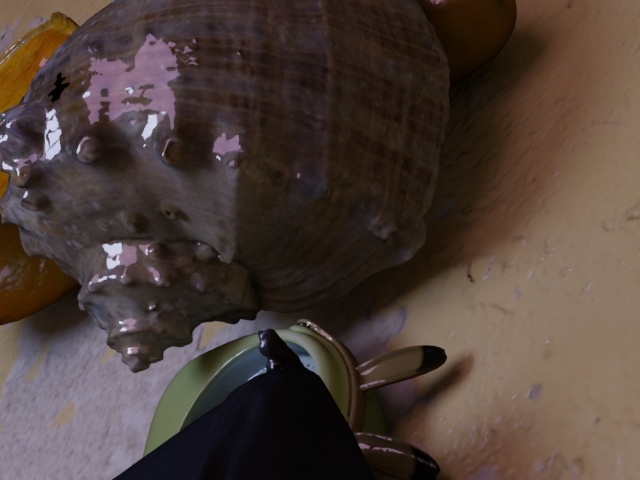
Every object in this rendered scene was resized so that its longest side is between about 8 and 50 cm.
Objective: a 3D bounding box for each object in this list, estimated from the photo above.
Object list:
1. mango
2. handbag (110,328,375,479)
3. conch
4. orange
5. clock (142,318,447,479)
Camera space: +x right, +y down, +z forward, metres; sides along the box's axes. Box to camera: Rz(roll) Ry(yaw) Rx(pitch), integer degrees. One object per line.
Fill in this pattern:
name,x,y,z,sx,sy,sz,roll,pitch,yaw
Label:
mango,0.037,-0.154,1.001,0.253,0.138,0.113,-7,69,46
handbag,-0.102,0.221,0.705,0.302,0.178,0.275,-35,62,29
conch,-0.071,-0.084,0.883,0.297,0.210,0.352,7,96,20
orange,-0.306,-0.052,1.242,0.274,0.274,0.310,-14,14,45
clock,-0.022,0.136,0.855,0.232,0.069,0.170,-24,41,36
